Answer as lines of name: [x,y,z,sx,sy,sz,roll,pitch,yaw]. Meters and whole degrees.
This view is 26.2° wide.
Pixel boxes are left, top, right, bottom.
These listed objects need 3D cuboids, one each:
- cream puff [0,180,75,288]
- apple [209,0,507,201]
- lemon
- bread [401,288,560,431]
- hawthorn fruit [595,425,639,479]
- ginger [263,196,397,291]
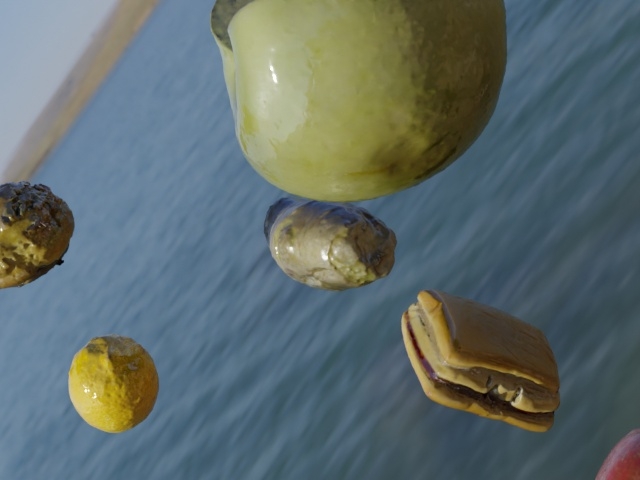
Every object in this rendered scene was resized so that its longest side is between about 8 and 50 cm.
cream puff: [-0.453,-0.014,2.010,0.189,0.129,0.189,-17,39,14]
apple: [0.038,-0.159,1.300,0.295,0.257,0.234,-124,26,-68]
lemon: [-0.256,0.179,1.705,0.155,0.114,0.114,100,-164,-58]
bread: [0.177,0.125,1.440,0.077,0.200,0.116,-48,41,27]
hawthorn fruit: [0.524,0.372,1.952,0.284,0.284,0.284,-51,12,15]
ginger: [0.000,0.000,1.622,0.116,0.109,0.263,-41,17,-9]
